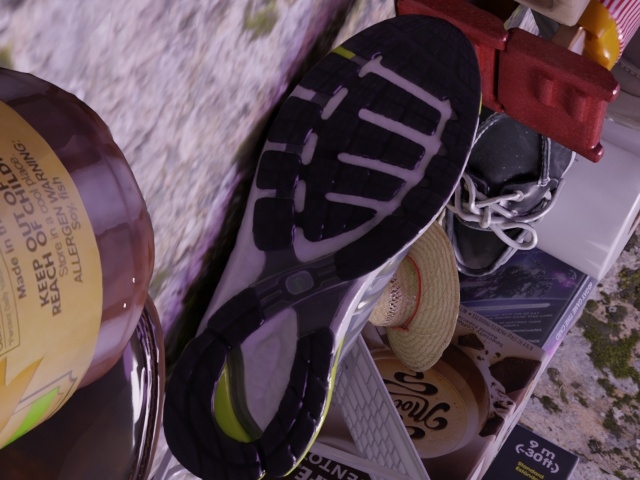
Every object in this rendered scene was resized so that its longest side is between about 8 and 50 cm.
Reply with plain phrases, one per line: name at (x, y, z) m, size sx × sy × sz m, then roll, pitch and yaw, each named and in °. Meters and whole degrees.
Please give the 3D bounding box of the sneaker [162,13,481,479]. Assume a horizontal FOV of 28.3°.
sneaker at (0.000, 0.000, 0.765) m, size 0.300 × 0.111 × 0.121 m, roll -60°, pitch 179°, yaw 10°

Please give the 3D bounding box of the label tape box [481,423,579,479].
label tape box at (0.151, 0.250, 1.430) m, size 0.333 × 0.240 × 0.106 m, roll -43°, pitch 155°, yaw -52°

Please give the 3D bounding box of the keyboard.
keyboard at (0.039, 0.131, 0.904) m, size 0.014 × 0.256 × 0.072 m, roll -9°, pitch 136°, yaw -19°

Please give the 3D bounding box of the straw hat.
straw hat at (0.054, 0.042, 1.053) m, size 0.061 × 0.144 × 0.144 m, roll -2°, pitch 132°, yaw -24°

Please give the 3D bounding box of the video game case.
video game case at (0.199, 0.081, 1.424) m, size 0.274 × 0.196 × 0.026 m, roll -47°, pitch 120°, yaw -41°

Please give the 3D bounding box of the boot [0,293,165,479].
boot at (-0.135, 0.115, 0.526) m, size 0.219 × 0.082 × 0.106 m, roll -65°, pitch 168°, yaw 23°

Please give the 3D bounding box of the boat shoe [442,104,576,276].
boat shoe at (0.158, -0.051, 1.135) m, size 0.306 × 0.113 × 0.105 m, roll 108°, pitch 3°, yaw -69°

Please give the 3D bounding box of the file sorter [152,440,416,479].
file sorter at (-0.052, 0.273, 0.847) m, size 0.173 × 0.193 × 0.278 m, roll -69°, pitch 177°, yaw -48°

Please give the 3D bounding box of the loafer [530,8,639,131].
loafer at (0.235, -0.174, 0.970) m, size 0.319 × 0.112 × 0.111 m, roll -114°, pitch -163°, yaw -59°

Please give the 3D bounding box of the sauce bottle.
sauce bottle at (-0.164, 0.041, 0.243) m, size 0.344 × 0.111 × 0.111 m, roll -31°, pitch 147°, yaw -59°

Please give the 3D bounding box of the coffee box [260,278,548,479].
coffee box at (0.064, 0.187, 1.159) m, size 0.297 × 0.168 × 0.119 m, roll -48°, pitch 161°, yaw -41°

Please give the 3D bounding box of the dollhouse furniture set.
dollhouse furniture set at (0.149, -0.216, 0.710) m, size 0.201 × 0.152 × 0.374 m, roll -58°, pitch 165°, yaw -10°

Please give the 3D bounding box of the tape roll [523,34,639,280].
tape roll at (0.283, -0.102, 1.349) m, size 0.246 × 0.169 × 0.246 m, roll -55°, pitch 165°, yaw -22°
